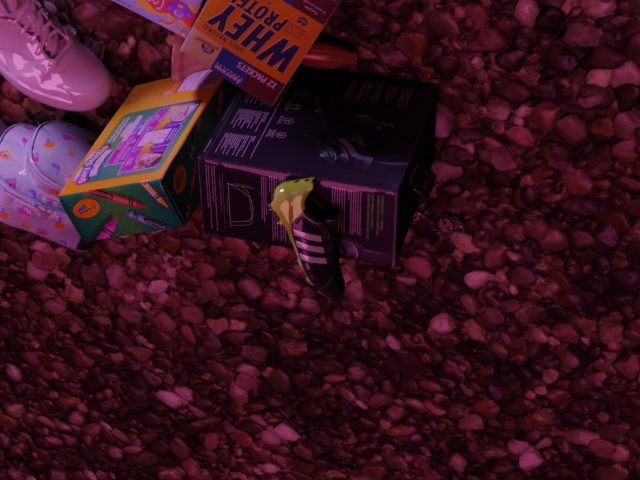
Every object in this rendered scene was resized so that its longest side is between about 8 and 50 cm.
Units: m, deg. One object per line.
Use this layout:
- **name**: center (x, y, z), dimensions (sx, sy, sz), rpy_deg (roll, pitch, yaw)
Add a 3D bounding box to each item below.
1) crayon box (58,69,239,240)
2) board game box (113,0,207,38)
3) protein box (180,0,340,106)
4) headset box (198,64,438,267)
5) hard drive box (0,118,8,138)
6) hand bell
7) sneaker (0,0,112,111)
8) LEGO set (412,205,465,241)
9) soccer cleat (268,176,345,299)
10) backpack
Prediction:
- **crayon box**: center (-0.220, -0.122, 1.903), dimensions (0.165, 0.278, 0.081), rpy_deg (-8, 126, 27)
- **board game box**: center (-0.161, -0.414, 1.714), dimensions (0.144, 0.142, 0.275), rpy_deg (26, 133, -3)
- **protein box**: center (-0.045, -0.317, 1.718), dimensions (0.136, 0.200, 0.201), rpy_deg (31, 134, -6)
- **headset box**: center (0.012, -0.108, 1.851), dimensions (0.283, 0.246, 0.131), rpy_deg (10, 132, 11)
- **hard drive box**: center (-0.599, -0.142, 2.163), dimensions (0.232, 0.089, 0.181), rpy_deg (-18, 122, 32)
- **hand bell**: center (-0.071, -0.256, 1.868), dimensions (0.242, 0.126, 0.126), rpy_deg (8, 133, -2)
- **sneaker**: center (-0.406, -0.295, 1.911), dimensions (0.292, 0.108, 0.169), rpy_deg (32, 155, -8)
- **LEGO set**: center (0.174, -0.029, 2.017), dimensions (0.083, 0.023, 0.054), rpy_deg (35, 132, 7)
- **soccer cleat**: center (0.000, 0.000, 1.741), dimensions (0.072, 0.060, 0.179), rpy_deg (-16, 121, 21)
- **backpack**: center (-0.400, -0.090, 2.062), dimensions (0.188, 0.166, 0.144), rpy_deg (15, 137, -12)
